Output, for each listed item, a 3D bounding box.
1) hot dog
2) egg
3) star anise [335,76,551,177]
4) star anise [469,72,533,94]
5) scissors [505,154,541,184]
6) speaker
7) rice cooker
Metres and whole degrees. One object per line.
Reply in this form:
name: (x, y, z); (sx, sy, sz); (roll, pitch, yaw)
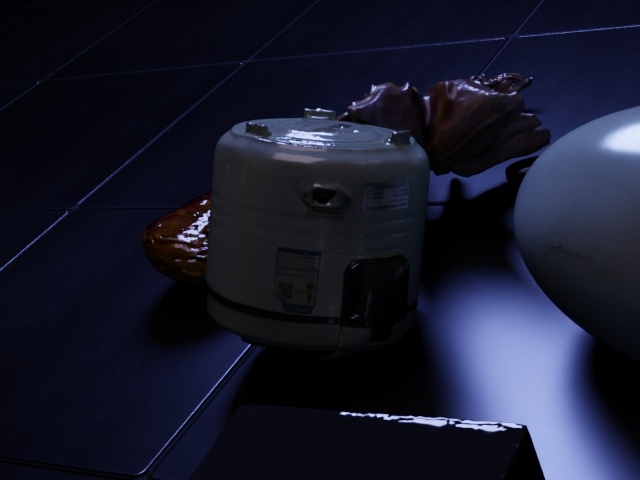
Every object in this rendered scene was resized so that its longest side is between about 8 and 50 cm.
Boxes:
hot dog: (-0.101, -0.015, 1.406); (0.227, 0.099, 0.160); (-31, 30, -26)
egg: (0.305, -0.003, 0.987); (0.230, 0.230, 0.371); (-32, 25, -24)
star anise: (0.113, -0.130, 1.374); (0.292, 0.109, 0.349); (6, -3, 21)
star anise: (0.203, -0.187, 1.581); (0.129, 0.056, 0.124); (-26, 16, -21)
scissors: (0.344, -0.092, 1.365); (0.247, 0.017, 0.144); (-18, 27, -3)
speaker: (0.012, 0.253, 0.746); (0.232, 0.184, 0.254); (-1, 35, 33)
rice cooker: (0.000, 0.000, 1.172); (0.226, 0.244, 0.226); (6, 11, -1)
